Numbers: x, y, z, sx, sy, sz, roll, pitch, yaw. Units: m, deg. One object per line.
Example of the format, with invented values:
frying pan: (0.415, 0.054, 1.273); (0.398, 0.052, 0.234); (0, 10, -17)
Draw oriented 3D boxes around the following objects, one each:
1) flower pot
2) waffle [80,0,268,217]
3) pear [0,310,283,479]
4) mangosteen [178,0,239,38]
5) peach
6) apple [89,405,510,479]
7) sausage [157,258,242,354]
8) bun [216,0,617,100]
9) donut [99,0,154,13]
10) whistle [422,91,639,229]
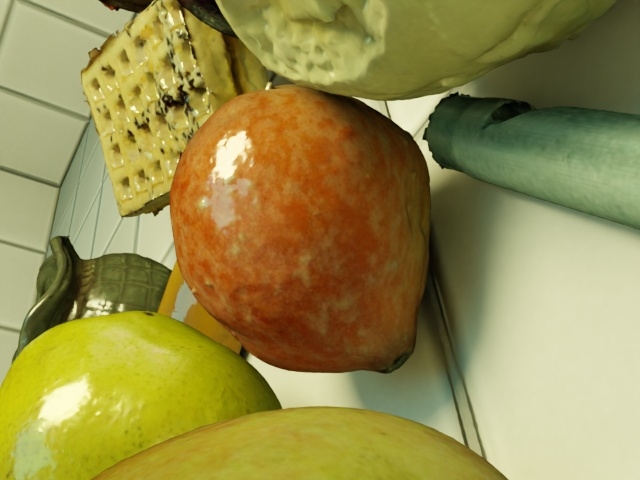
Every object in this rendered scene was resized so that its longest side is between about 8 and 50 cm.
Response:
flower pot: (-0.311, 0.156, 1.023); (0.302, 0.213, 0.301); (-163, 90, -71)
waffle: (-0.209, -0.180, 1.037); (0.376, 0.114, 0.261); (-11, 92, 53)
pear: (-0.153, 0.211, 0.633); (0.294, 0.294, 0.294); (-43, 37, 45)
mangosteen: (-0.050, -0.366, 0.753); (0.330, 0.330, 0.330); (-43, 37, 45)
peach: (0.000, 0.000, 0.557); (0.232, 0.232, 0.232); (-43, 37, 45)
apple: (-0.027, 0.233, 0.347); (0.319, 0.277, 0.319); (-43, 38, 48)
sausage: (-0.133, 0.078, 0.867); (0.112, 0.112, 0.328); (18, 89, 65)
bun: (0.106, -0.216, 0.443); (0.364, 0.202, 0.364); (-42, 8, 8)
donut: (-0.230, -0.390, 0.976); (0.270, 0.270, 0.103); (-19, 61, 59)
whistle: (0.159, -0.043, 0.409); (0.062, 0.062, 0.312); (-68, 26, 6)
